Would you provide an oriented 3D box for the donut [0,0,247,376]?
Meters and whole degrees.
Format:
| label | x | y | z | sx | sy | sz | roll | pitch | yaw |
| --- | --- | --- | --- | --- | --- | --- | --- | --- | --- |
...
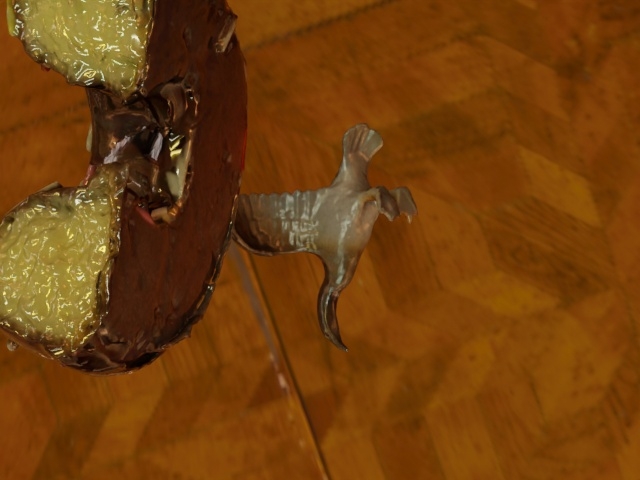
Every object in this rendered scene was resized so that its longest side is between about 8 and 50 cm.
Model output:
| label | x | y | z | sx | sy | sz | roll | pitch | yaw |
| --- | --- | --- | --- | --- | --- | --- | --- | --- | --- |
| donut | -0.156 | -0.069 | 1.464 | 0.136 | 0.259 | 0.345 | 8 | 91 | 19 |

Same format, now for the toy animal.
| label | x | y | z | sx | sy | sz | roll | pitch | yaw |
| --- | --- | --- | --- | --- | --- | --- | --- | --- | --- |
| toy animal | 0.012 | -0.003 | 1.749 | 0.160 | 0.272 | 0.197 | -37 | 62 | 30 |
